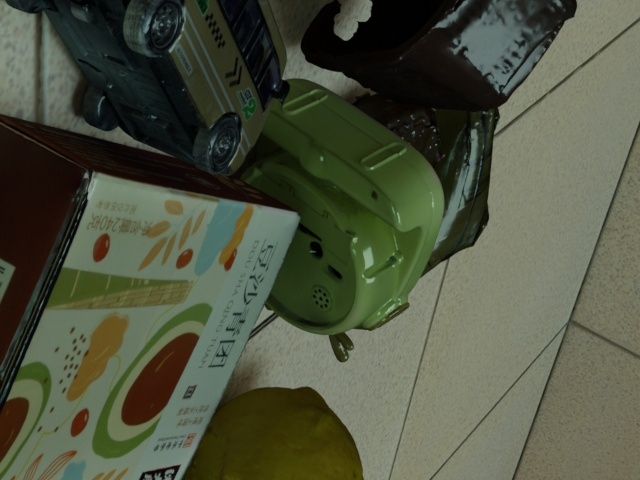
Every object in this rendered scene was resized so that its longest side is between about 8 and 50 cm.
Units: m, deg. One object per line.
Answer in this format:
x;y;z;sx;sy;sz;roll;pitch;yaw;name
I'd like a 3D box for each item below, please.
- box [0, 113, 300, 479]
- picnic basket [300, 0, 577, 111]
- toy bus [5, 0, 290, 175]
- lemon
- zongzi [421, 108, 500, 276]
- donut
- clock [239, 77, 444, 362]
-0.208;0.090;1.116;0.345;0.122;0.385;-65;158;7;box
0.121;-0.219;1.235;0.129;0.297;0.222;41;81;-22;picnic basket
-0.124;-0.180;0.972;0.157;0.139;0.289;-59;155;-19;toy bus
-0.061;0.312;1.550;0.233;0.233;0.288;73;32;-60;lemon
0.127;-0.052;1.695;0.289;0.123;0.260;-38;143;-38;zongzi
0.051;-0.062;1.533;0.270;0.103;0.270;-45;154;-30;donut
0.000;0.000;1.325;0.096;0.235;0.308;-33;147;-39;clock
